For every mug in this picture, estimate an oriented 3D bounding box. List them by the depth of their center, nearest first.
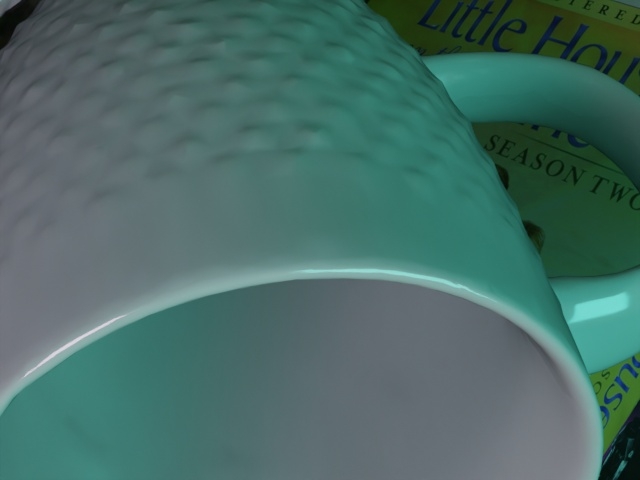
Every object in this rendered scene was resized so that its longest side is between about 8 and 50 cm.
[{"bbox_3d":[0.000,0.000,0.721,0.374,0.328,0.276,-10,132,-5],"label":"mug"}]

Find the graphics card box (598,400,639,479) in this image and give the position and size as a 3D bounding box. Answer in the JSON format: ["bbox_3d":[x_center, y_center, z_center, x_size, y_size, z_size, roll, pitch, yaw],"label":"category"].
[{"bbox_3d":[0.201,0.230,1.248,0.371,0.094,0.233,-55,135,-9],"label":"graphics card box"}]

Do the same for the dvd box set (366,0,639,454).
[{"bbox_3d":[0.062,0.019,0.863,0.420,0.308,0.062,-55,136,-7],"label":"dvd box set"}]

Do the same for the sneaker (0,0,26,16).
[{"bbox_3d":[-0.206,-0.118,0.733,0.077,0.072,0.178,45,69,-33],"label":"sneaker"}]
